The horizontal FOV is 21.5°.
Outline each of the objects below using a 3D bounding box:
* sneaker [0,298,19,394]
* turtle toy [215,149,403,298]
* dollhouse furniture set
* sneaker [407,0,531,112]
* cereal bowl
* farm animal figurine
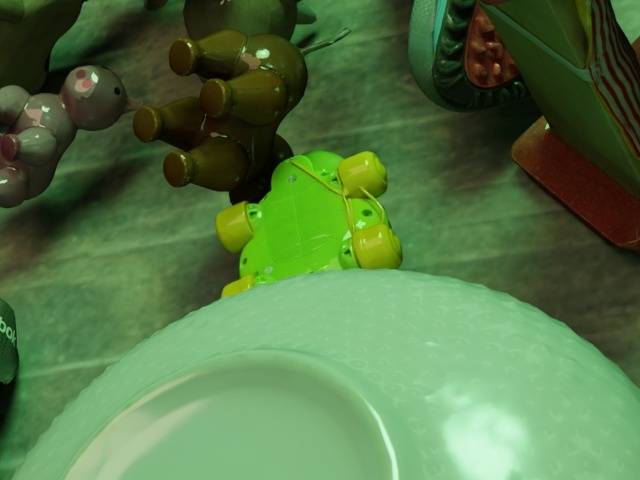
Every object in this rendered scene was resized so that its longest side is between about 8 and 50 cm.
[{"bbox_3d":[-0.204,0.079,0.910,0.106,0.078,0.234,-41,44,-1],"label":"sneaker"},{"bbox_3d":[0.000,0.000,0.859,0.095,0.066,0.130,-21,47,15],"label":"turtle toy"},{"bbox_3d":[0.201,-0.053,0.688,0.152,0.201,0.374,-40,45,-3],"label":"dollhouse furniture set"},{"bbox_3d":[0.083,-0.164,0.938,0.125,0.104,0.262,-20,41,40],"label":"sneaker"},{"bbox_3d":[-0.013,0.145,0.668,0.339,0.141,0.339,-16,48,18],"label":"cereal bowl"},{"bbox_3d":[-0.095,-0.167,0.967,0.330,0.172,0.327,21,109,40],"label":"farm animal figurine"}]
